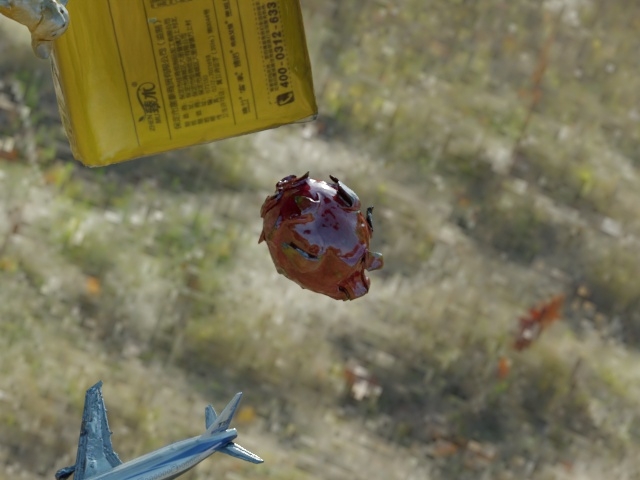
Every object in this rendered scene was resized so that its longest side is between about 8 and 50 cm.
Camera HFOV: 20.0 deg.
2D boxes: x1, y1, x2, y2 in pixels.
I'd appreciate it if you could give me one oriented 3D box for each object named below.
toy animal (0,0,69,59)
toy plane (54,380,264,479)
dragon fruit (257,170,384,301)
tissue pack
[{"bbox_3d":[-0.242,-0.191,1.476,0.081,0.060,0.083,16,-15,47],"label":"toy animal"},{"bbox_3d":[-0.154,0.192,1.455,0.226,0.058,0.226,-28,48,-24],"label":"toy plane"},{"bbox_3d":[0.000,0.000,2.114,0.166,0.136,0.133,58,17,-6],"label":"dragon fruit"},{"bbox_3d":[-0.174,-0.309,1.994,0.293,0.382,0.228,-14,30,-8],"label":"tissue pack"}]
